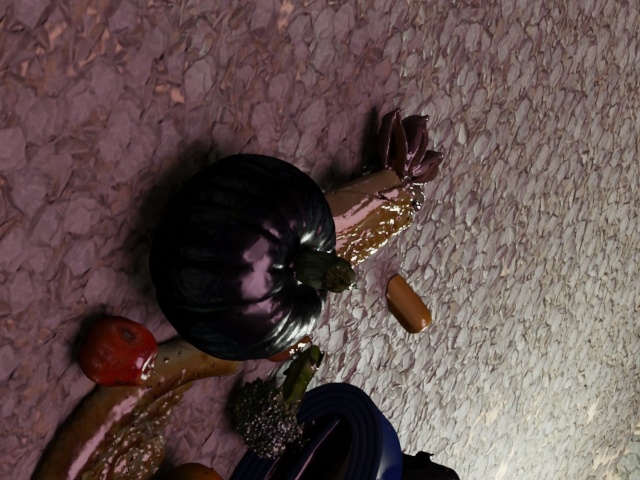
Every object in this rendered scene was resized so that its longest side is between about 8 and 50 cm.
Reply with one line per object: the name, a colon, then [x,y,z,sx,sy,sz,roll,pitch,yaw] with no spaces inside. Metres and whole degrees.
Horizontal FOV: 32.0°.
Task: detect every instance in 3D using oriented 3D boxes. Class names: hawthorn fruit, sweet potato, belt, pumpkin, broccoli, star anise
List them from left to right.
hawthorn fruit: [-0.225,0.130,1.263,0.093,0.093,0.093,-35,137,-41]
pumpkin: [-0.059,0.028,1.301,0.248,0.248,0.248,-35,137,-41]
sweet potato: [-0.058,0.144,1.567,0.195,0.056,0.056,13,99,-64]
broccoli: [-0.050,0.223,1.602,0.122,0.118,0.204,60,35,-18]
belt: [-0.015,0.381,1.631,0.347,0.212,0.117,-57,149,-16]
star anise: [0.110,-0.088,1.651,0.212,0.073,0.197,-61,145,-5]

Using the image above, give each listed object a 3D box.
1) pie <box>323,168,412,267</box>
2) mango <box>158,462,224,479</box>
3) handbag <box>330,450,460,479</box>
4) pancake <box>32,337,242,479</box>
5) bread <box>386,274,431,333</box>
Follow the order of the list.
pie: [0.000,0.000,1.513,0.282,0.068,0.128,-30,133,-23]
mango: [-0.218,0.417,1.430,0.289,0.129,0.146,-51,173,-4]
handbag: [0.087,0.415,1.768,0.181,0.254,0.181,12,88,-61]
pancake: [-0.227,0.244,1.370,0.376,0.054,0.197,-45,144,-30]
bread: [0.141,0.106,1.858,0.049,0.103,0.062,-40,-176,-21]
